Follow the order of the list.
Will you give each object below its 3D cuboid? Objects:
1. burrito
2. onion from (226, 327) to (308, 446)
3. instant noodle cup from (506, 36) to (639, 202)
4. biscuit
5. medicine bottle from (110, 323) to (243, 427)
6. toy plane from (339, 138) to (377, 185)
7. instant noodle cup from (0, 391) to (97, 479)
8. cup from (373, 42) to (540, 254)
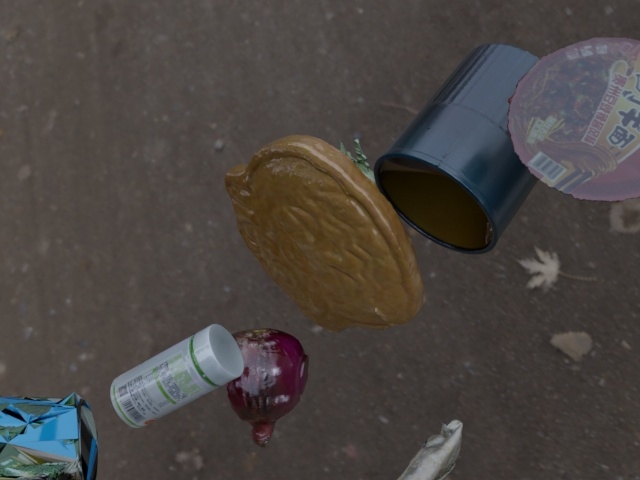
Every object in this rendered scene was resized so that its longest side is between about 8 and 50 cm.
[{"bbox_3d":[0.158,0.370,1.598,0.060,0.087,0.226,37,56,15],"label":"burrito"},{"bbox_3d":[-0.080,0.238,1.659,0.135,0.173,0.198,-8,106,9],"label":"onion"},{"bbox_3d":[0.399,-0.151,1.433,0.274,0.090,0.274,-5,61,9],"label":"instant noodle cup"},{"bbox_3d":[-0.001,0.001,1.731,0.365,0.385,0.062,-13,27,51],"label":"biscuit"},{"bbox_3d":[-0.208,0.197,1.472,0.183,0.086,0.086,-29,53,19],"label":"medicine bottle"},{"bbox_3d":[0.066,-0.128,1.834,0.111,0.040,0.102,46,144,29],"label":"toy plane"},{"bbox_3d":[-0.513,0.390,1.879,0.178,0.240,0.240,-4,60,-3],"label":"instant noodle cup"},{"bbox_3d":[0.284,-0.143,1.761,0.242,0.308,0.292,15,60,46],"label":"cup"}]
